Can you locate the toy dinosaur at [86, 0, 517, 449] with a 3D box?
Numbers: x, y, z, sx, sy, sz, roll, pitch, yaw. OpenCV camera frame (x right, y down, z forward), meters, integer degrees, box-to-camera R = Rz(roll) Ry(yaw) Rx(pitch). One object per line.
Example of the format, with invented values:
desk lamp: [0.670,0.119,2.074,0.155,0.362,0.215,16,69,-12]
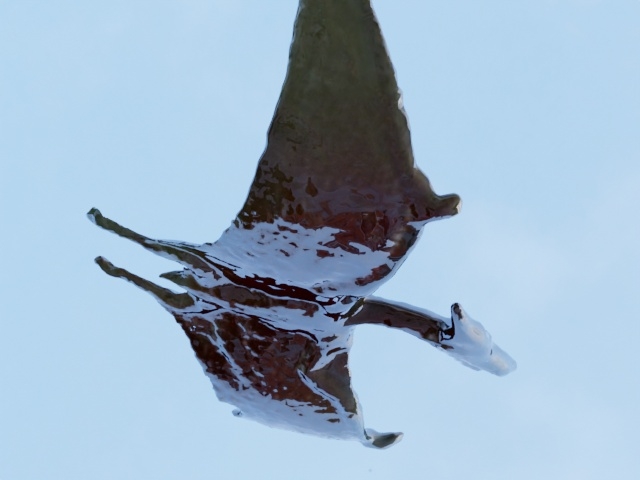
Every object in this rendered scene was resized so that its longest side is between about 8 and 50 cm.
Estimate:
toy dinosaur: [-0.008,-0.005,0.751,0.206,0.327,0.113,-2,-125,23]
